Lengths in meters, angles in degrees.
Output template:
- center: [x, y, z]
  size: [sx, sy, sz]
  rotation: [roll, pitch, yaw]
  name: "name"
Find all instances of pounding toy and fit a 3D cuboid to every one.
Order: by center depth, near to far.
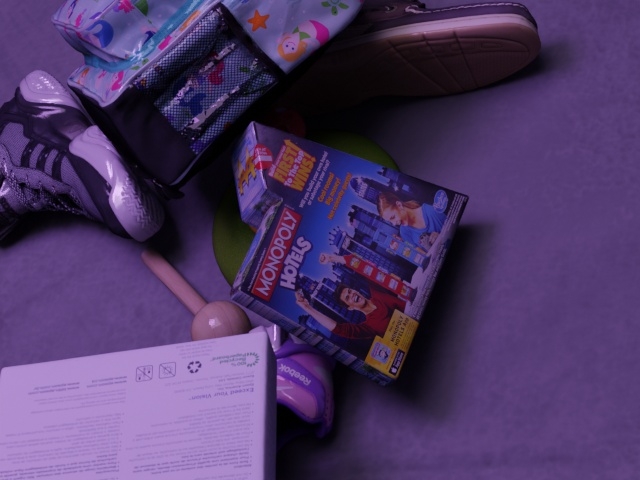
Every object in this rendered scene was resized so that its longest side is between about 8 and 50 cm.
- center: [-0.048, -0.027, 1.635]
  size: [0.237, 0.110, 0.183]
  rotation: [-37, 49, -2]
  name: "pounding toy"

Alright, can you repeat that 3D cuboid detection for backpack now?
- center: [-0.094, -0.188, 1.610]
  size: [0.253, 0.191, 0.225]
  rotation: [-37, 19, -7]
  name: "backpack"

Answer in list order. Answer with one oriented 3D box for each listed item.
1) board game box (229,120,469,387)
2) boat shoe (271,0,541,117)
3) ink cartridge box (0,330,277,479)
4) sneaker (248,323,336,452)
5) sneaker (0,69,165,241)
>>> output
- center: [0.000, 0.000, 1.534]
  size: [0.194, 0.060, 0.194]
  rotation: [30, 55, -8]
  name: "board game box"
- center: [0.059, -0.181, 1.699]
  size: [0.285, 0.103, 0.092]
  rotation: [-11, 58, 26]
  name: "boat shoe"
- center: [-0.143, 0.180, 1.402]
  size: [0.223, 0.045, 0.224]
  rotation: [-8, 48, 12]
  name: "ink cartridge box"
- center: [-0.089, 0.147, 1.551]
  size: [0.236, 0.095, 0.105]
  rotation: [-20, 59, 11]
  name: "sneaker"
- center: [-0.253, -0.045, 1.756]
  size: [0.153, 0.101, 0.268]
  rotation: [-40, 42, -3]
  name: "sneaker"
